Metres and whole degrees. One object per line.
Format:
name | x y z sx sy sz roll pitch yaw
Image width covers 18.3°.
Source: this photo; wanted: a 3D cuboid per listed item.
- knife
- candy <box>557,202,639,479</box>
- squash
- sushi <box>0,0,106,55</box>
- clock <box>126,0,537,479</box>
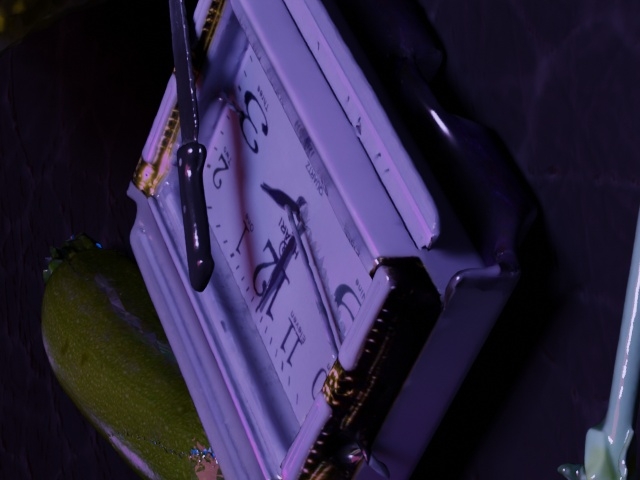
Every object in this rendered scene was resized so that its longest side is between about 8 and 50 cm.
knife | -0.062 -0.059 0.913 0.023 0.010 0.170 -35 58 57
candy | 0.102 0.079 0.725 0.083 0.091 0.305 8 90 63
squash | -0.094 0.067 1.070 0.331 0.087 0.087 41 124 57
sushi | -0.223 -0.249 1.029 0.351 0.240 0.396 58 176 -18
clock | 0.000 0.000 0.896 0.253 0.083 0.186 64 142 40
